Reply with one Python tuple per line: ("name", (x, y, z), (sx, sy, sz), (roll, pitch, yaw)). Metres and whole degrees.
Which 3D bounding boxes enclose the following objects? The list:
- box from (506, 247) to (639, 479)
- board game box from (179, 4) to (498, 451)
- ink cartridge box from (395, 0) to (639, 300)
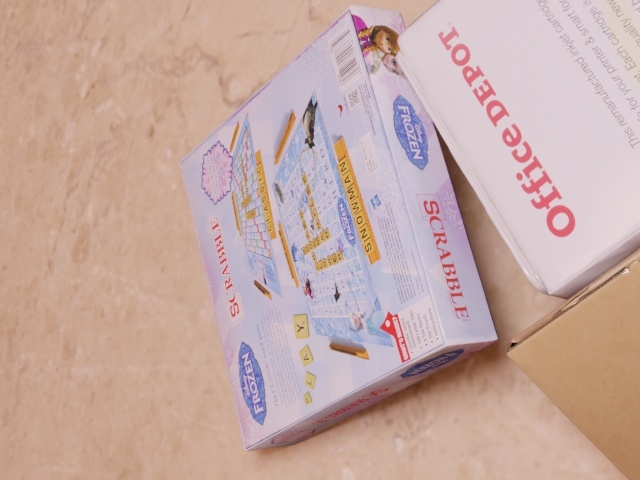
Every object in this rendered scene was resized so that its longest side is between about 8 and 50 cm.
("box", (0.273, 0.109, 1.030), (0.164, 0.021, 0.201), (-39, 105, 24))
("board game box", (0.000, 0.000, 1.217), (0.318, 0.066, 0.318), (-34, 64, 47))
("ink cartridge box", (0.292, -0.163, 1.051), (0.385, 0.160, 0.279), (-38, 63, 23))
